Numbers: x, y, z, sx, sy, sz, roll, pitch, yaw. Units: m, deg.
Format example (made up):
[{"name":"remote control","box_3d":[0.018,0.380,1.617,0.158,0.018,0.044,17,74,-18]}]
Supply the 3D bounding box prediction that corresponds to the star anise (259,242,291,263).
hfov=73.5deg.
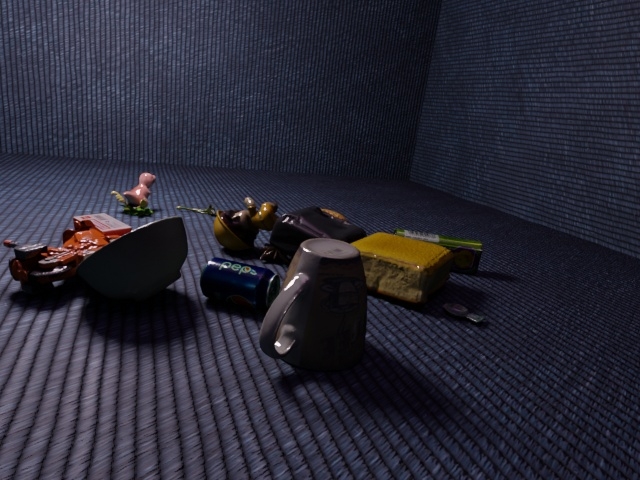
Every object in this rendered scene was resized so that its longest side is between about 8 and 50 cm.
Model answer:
[{"name":"star anise","box_3d":[-0.163,0.038,1.572,0.124,0.056,0.129,7,32,-10]}]

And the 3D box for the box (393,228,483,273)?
[{"name":"box","box_3d":[0.452,0.041,1.708,0.346,0.134,0.097,8,21,4]}]

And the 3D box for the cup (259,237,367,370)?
[{"name":"cup","box_3d":[-0.022,0.139,0.966,0.227,0.257,0.301,16,20,35]}]

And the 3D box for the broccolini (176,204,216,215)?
[{"name":"broccolini","box_3d":[-0.591,-0.143,2.055,0.194,0.054,0.052,2,-14,3]}]

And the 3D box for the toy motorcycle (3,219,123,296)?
[{"name":"toy motorcycle","box_3d":[-0.698,0.036,1.194,0.221,0.147,0.326,7,18,24]}]

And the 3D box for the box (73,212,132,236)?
[{"name":"box","box_3d":[-0.808,-0.046,1.593,0.229,0.050,0.123,20,22,34]}]

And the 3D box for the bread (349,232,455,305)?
[{"name":"bread","box_3d":[0.255,0.085,1.458,0.324,0.143,0.333,16,19,30]}]

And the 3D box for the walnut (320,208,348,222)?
[{"name":"walnut","box_3d":[0.029,-0.051,1.802,0.207,0.159,0.159,17,18,8]}]

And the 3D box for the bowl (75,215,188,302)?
[{"name":"bowl","box_3d":[-0.459,0.069,1.119,0.289,0.146,0.289,-31,1,1]}]

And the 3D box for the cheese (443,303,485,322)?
[{"name":"cheese","box_3d":[0.428,0.217,1.290,0.121,0.026,0.067,20,21,36]}]

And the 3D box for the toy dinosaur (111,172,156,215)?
[{"name":"toy dinosaur","box_3d":[-0.799,-0.205,1.904,0.152,0.177,0.194,16,20,29]}]

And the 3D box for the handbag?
[{"name":"handbag","box_3d":[-0.002,0.002,1.572,0.275,0.178,0.302,32,23,17]}]

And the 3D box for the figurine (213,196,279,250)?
[{"name":"figurine","box_3d":[-0.274,-0.056,1.577,0.257,0.192,0.167,-18,41,25]}]

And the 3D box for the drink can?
[{"name":"drink can","box_3d":[-0.220,0.119,1.181,0.205,0.118,0.118,10,17,13]}]
